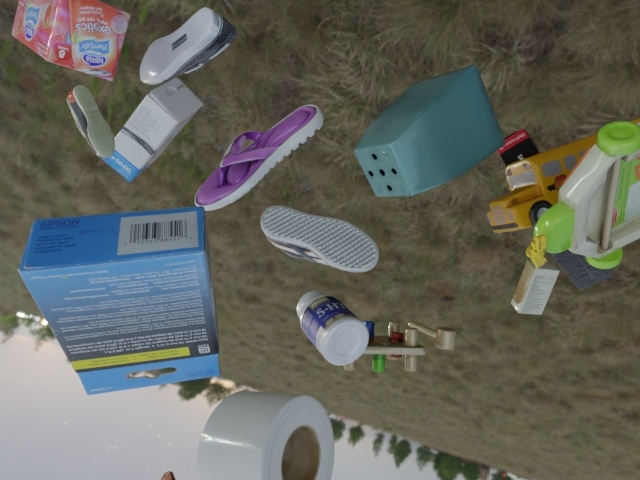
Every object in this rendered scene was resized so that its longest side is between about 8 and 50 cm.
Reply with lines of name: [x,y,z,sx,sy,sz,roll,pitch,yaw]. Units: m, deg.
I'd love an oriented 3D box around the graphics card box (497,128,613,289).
graphics card box: [0.581,-0.082,1.259,0.094,0.371,0.232,-30,137,26]

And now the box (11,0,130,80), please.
box: [-0.565,-0.479,1.118,0.142,0.154,0.300,5,-157,-47]

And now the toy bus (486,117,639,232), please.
toy bus: [0.479,-0.119,0.959,0.332,0.130,0.108,-20,-178,-10]

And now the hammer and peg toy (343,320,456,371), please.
hammer and peg toy: [0.214,0.321,1.541,0.360,0.128,0.266,3,177,-9]

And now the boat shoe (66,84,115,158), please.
boat shoe: [-0.418,-0.210,0.909,0.043,0.137,0.049,-19,-173,36]

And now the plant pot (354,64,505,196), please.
plant pot: [0.193,-0.188,0.948,0.165,0.234,0.166,5,129,57]

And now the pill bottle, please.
pill bottle: [0.018,0.187,1.128,0.112,0.112,0.186,29,-176,-31]

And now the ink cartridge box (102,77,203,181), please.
ink cartridge box: [-0.372,-0.248,1.114,0.086,0.148,0.203,43,120,-15]

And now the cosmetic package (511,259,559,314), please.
cosmetic package: [0.466,0.102,1.090,0.060,0.115,0.041,7,-154,-10]

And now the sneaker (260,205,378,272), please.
sneaker: [0.000,0.000,1.336,0.320,0.126,0.127,22,165,6]

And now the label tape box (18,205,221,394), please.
label tape box: [-0.293,0.107,0.812,0.240,0.106,0.334,-5,137,-11]

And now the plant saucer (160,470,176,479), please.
plant saucer: [-0.241,0.406,0.781,0.013,0.084,0.083,17,164,-27]

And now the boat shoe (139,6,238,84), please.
boat shoe: [-0.330,-0.463,1.242,0.301,0.108,0.102,-21,162,34]

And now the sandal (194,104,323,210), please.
sandal: [-0.176,-0.240,1.300,0.169,0.416,0.102,30,157,50]

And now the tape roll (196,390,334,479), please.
tape roll: [-0.104,0.435,1.017,0.169,0.246,0.246,-9,150,33]

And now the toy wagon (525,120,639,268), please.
toy wagon: [0.459,-0.071,0.770,0.344,0.068,0.267,-26,133,-2]
